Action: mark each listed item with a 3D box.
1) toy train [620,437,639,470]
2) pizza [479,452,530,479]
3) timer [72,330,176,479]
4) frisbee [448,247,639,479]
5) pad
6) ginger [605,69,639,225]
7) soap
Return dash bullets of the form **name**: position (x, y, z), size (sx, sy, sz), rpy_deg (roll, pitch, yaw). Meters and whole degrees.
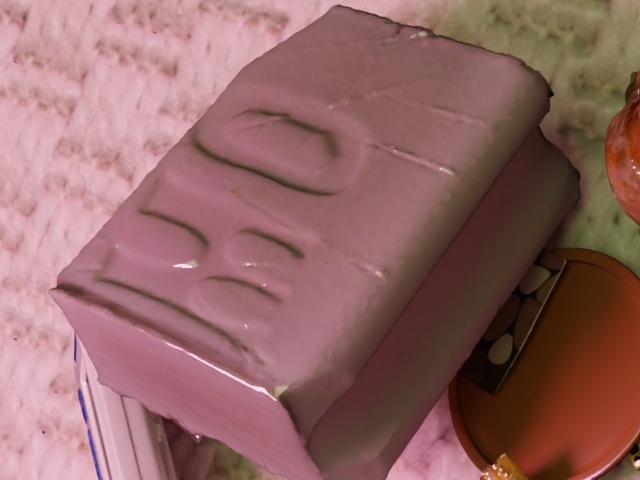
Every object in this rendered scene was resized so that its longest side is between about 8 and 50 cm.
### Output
- **toy train**: position (0.368, 0.275, 1.696), size (0.085, 0.053, 0.250), rpy_deg (-39, 62, 26)
- **pizza**: position (0.193, 0.274, 1.771), size (0.099, 0.036, 0.160), rpy_deg (-9, 113, 51)
- **timer**: position (-0.207, 0.209, 1.977), size (0.078, 0.178, 0.253), rpy_deg (-11, 69, -13)
- **frisbee**: position (0.231, 0.128, 1.800), size (0.250, 0.021, 0.251), rpy_deg (-18, 61, 36)
- **pad**: position (0.133, 0.044, 1.894), size (0.235, 0.003, 0.158), rpy_deg (30, 94, 40)
- **ginger**: position (0.369, -0.027, 1.676), size (0.176, 0.256, 0.375), rpy_deg (-33, 50, 15)
- **soap**: position (0.000, 0.000, 1.799), size (0.350, 0.213, 0.435), rpy_deg (24, 66, 36)
